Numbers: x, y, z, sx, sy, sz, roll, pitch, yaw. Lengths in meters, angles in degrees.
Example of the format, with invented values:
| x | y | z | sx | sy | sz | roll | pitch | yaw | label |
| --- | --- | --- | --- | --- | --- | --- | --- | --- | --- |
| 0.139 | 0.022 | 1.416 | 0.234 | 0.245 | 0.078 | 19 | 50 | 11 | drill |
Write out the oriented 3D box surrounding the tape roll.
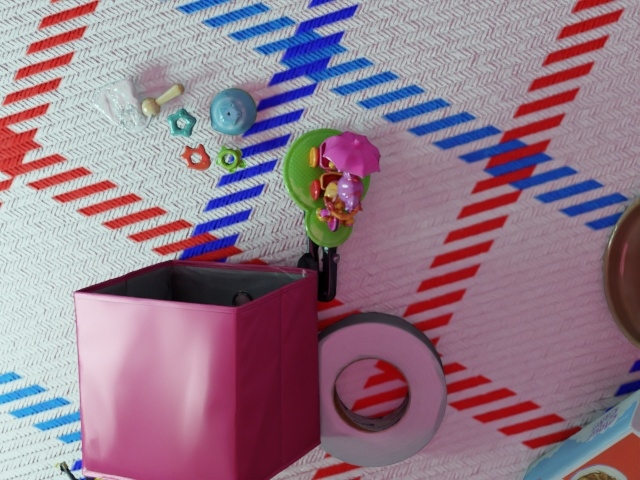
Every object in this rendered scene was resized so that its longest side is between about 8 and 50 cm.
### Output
| x | y | z | sx | sy | sz | roll | pitch | yaw | label |
| --- | --- | --- | --- | --- | --- | --- | --- | --- | --- |
| 0.075 | 0.218 | 1.799 | 0.219 | 0.072 | 0.219 | 1 | 99 | 4 | tape roll |

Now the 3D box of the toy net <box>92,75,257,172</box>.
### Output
| x | y | z | sx | sy | sz | roll | pitch | yaw | label |
| --- | --- | --- | --- | --- | --- | --- | --- | --- | --- |
| -0.212 | -0.171 | 1.764 | 0.232 | 0.045 | 0.122 | 10 | 102 | 3 | toy net |

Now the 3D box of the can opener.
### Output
| x | y | z | sx | sy | sz | roll | pitch | yaw | label |
| --- | --- | --- | --- | --- | --- | --- | --- | --- | --- |
| 0.000 | 0.000 | 1.774 | 0.059 | 0.073 | 0.186 | 3 | 90 | 8 | can opener |

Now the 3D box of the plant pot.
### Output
| x | y | z | sx | sy | sz | roll | pitch | yaw | label |
| --- | --- | --- | --- | --- | --- | --- | --- | --- | --- |
| 0.517 | 0.045 | 1.698 | 0.110 | 0.237 | 0.237 | 3 | 102 | -34 | plant pot |

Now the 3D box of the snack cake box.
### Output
| x | y | z | sx | sy | sz | roll | pitch | yaw | label |
| --- | --- | --- | --- | --- | --- | --- | --- | --- | --- |
| 0.417 | 0.336 | 1.729 | 0.152 | 0.089 | 0.264 | 39 | 133 | -3 | snack cake box |

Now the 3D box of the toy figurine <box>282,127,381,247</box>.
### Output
| x | y | z | sx | sy | sz | roll | pitch | yaw | label |
| --- | --- | --- | --- | --- | --- | --- | --- | --- | --- |
| 0.028 | -0.082 | 1.681 | 0.130 | 0.159 | 0.173 | 1 | 85 | -14 | toy figurine |

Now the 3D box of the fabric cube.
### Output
| x | y | z | sx | sy | sz | roll | pitch | yaw | label |
| --- | --- | --- | --- | --- | --- | --- | --- | --- | --- |
| -0.160 | 0.179 | 1.681 | 0.254 | 0.259 | 0.258 | 3 | 101 | 24 | fabric cube |

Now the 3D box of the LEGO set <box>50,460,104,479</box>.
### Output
| x | y | z | sx | sy | sz | roll | pitch | yaw | label |
| --- | --- | --- | --- | --- | --- | --- | --- | --- | --- |
| -0.294 | 0.460 | 1.747 | 0.192 | 0.331 | 0.255 | -41 | 109 | 17 | LEGO set |
